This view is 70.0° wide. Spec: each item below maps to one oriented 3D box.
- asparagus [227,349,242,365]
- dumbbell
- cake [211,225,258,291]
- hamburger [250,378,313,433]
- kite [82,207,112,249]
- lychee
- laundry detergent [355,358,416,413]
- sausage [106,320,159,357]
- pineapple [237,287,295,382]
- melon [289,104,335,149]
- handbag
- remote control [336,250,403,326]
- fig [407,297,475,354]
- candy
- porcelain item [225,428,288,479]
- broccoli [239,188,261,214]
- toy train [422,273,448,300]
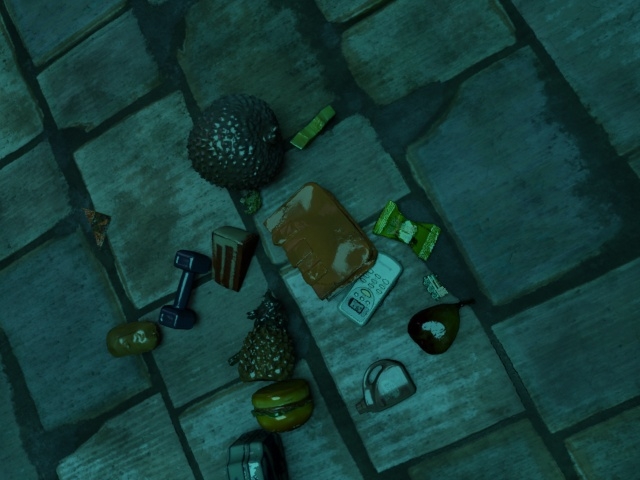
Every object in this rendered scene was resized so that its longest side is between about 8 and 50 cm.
[{"bbox_3d":[-0.314,0.463,1.883,0.165,0.030,0.036,-35,55,9],"label":"asparagus"},{"bbox_3d":[-0.566,0.204,1.902,0.144,0.160,0.324,15,89,45],"label":"dumbbell"},{"bbox_3d":[-0.363,0.060,1.918,0.158,0.159,0.261,21,125,13],"label":"cake"},{"bbox_3d":[-0.142,0.636,1.733,0.246,0.246,0.169,-16,84,11],"label":"hamburger"},{"bbox_3d":[-1.004,-0.083,2.092,0.125,0.008,0.222,-29,80,6],"label":"kite"},{"bbox_3d":[-0.328,-0.377,1.793,0.433,0.381,0.379,-5,84,38],"label":"lychee"},{"bbox_3d":[0.225,0.553,1.737,0.237,0.076,0.171,-30,79,11],"label":"laundry detergent"},{"bbox_3d":[-0.798,0.420,1.947,0.242,0.120,0.136,-9,95,11],"label":"sausage"},{"bbox_3d":[-0.209,0.372,1.791,0.223,0.223,0.356,-4,75,12],"label":"pineapple"},{"bbox_3d":[-0.025,-0.458,1.854,0.064,0.118,0.209,46,108,-2],"label":"melon"},{"bbox_3d":[0.000,0.000,1.788,0.303,0.116,0.410,-41,70,9],"label":"handbag"},{"bbox_3d":[0.197,0.186,1.780,0.140,0.056,0.296,36,94,11],"label":"remote control"},{"bbox_3d":[0.459,0.296,1.682,0.274,0.145,0.170,-37,80,-6],"label":"fig"},{"bbox_3d":[0.332,-0.041,1.763,0.247,0.069,0.148,29,94,14],"label":"candy"},{"bbox_3d":[-0.227,0.869,1.701,0.157,0.286,0.281,-12,81,9],"label":"porcelain item"},{"bbox_3d":[-0.290,-0.165,1.900,0.097,0.092,0.095,-44,64,24],"label":"broccoli"},{"bbox_3d":[0.433,0.175,1.737,0.064,0.044,0.103,-33,82,5],"label":"toy train"}]
